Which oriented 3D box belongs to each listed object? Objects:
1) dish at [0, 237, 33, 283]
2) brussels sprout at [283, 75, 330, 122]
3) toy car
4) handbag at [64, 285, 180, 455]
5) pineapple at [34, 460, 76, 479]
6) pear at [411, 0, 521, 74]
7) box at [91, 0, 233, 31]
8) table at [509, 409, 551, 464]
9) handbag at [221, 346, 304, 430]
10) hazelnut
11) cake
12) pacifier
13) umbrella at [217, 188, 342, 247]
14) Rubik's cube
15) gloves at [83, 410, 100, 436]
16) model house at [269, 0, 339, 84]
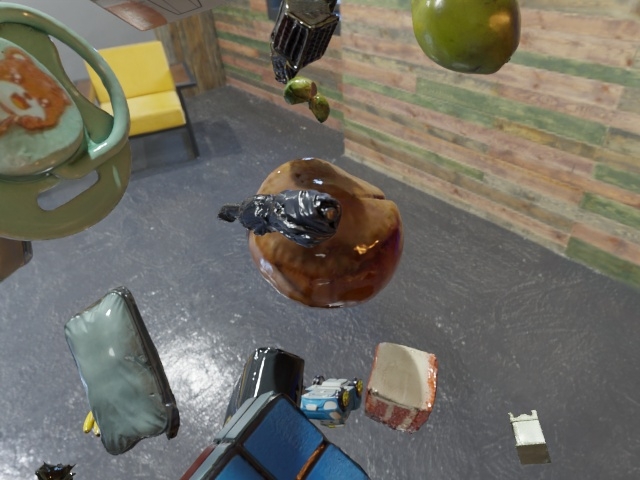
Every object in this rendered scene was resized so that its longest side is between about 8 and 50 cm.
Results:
[{"bbox_3d":[-0.778,-0.021,1.046,0.080,0.242,0.182,-4,15,-20],"label":"dish"},{"bbox_3d":[-0.018,-0.226,0.666,0.084,0.051,0.046,28,71,-14],"label":"brussels sprout"},{"bbox_3d":[0.032,0.582,1.488,0.199,0.165,0.314,-7,-8,22],"label":"toy car"},{"bbox_3d":[-0.413,0.272,0.861,0.192,0.075,0.332,-31,76,15],"label":"handbag"},{"bbox_3d":[-0.667,0.660,0.991,0.128,0.128,0.247,13,81,21],"label":"pineapple"},{"bbox_3d":[0.326,-0.493,0.939,0.269,0.212,0.212,41,48,-3],"label":"pear"},{"bbox_3d":[-0.202,-0.360,0.489,0.221,0.091,0.274,-10,6,14],"label":"box"},{"bbox_3d":[0.467,0.441,0.939,0.063,0.079,0.083,-16,30,21],"label":"table"},{"bbox_3d":[-0.140,0.458,1.026,0.178,0.274,0.301,18,40,-11],"label":"handbag"},{"bbox_3d":[0.000,0.000,0.931,0.373,0.372,0.315,25,55,33],"label":"hazelnut"},{"bbox_3d":[0.197,0.373,1.065,0.158,0.262,0.159,16,56,11],"label":"cake"},{"bbox_3d":[-0.443,-0.168,0.611,0.288,0.343,0.269,-44,24,-30],"label":"pacifier"},{"bbox_3d":[-0.075,-0.038,0.567,0.248,0.070,0.071,11,38,46],"label":"umbrella"},{"bbox_3d":[-0.068,0.323,0.542,0.183,0.180,0.167,46,58,0],"label":"Rubik's cube"},{"bbox_3d":[-0.731,0.602,1.459,0.133,0.116,0.294,-17,12,-18],"label":"gloves"},{"bbox_3d":[-0.035,-0.362,0.776,0.106,0.165,0.152,9,48,-19],"label":"model house"}]
